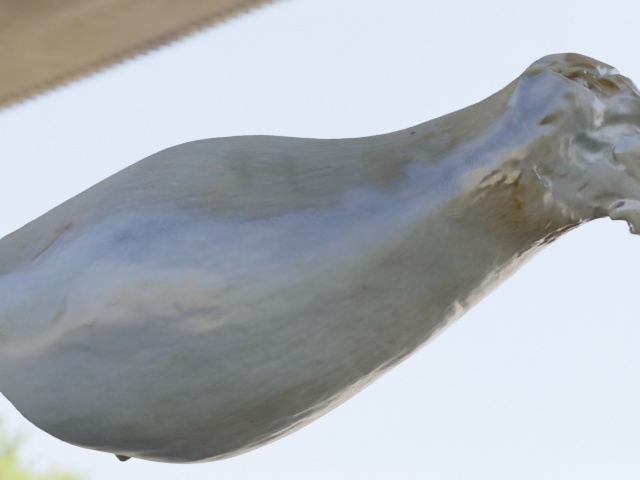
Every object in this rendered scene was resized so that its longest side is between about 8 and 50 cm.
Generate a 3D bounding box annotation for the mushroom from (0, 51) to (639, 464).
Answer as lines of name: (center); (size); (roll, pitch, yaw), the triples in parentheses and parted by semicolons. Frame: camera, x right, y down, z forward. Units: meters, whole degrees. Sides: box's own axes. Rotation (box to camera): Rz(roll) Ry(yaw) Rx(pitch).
mushroom: (0.000, 0.000, 0.630); (0.225, 0.116, 0.093); (-21, -51, 13)
